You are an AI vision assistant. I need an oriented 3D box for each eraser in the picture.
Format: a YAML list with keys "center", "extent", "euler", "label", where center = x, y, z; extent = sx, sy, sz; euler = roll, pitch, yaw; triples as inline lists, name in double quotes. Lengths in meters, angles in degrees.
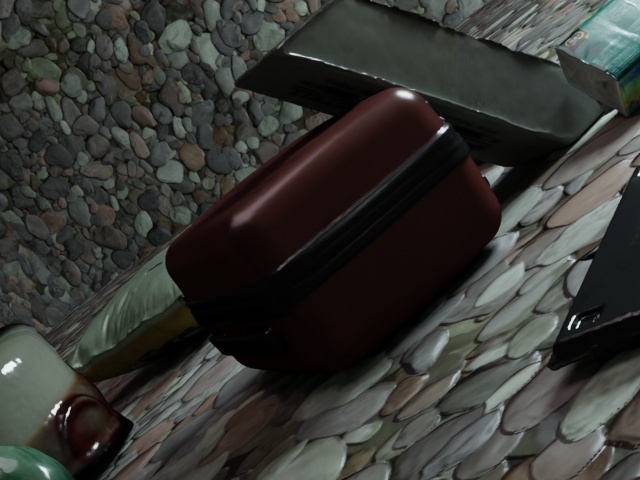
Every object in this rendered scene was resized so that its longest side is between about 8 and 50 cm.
- center: [0.102, -0.140, 1.092]
  extent: [0.111, 0.352, 0.077]
  euler: [-24, 56, 61]
  label: "eraser"

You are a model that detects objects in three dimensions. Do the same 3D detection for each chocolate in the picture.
- center: [-0.366, 0.207, 1.311]
  extent: [0.283, 0.186, 0.283]
  euler: [-32, 2, 1]
  label: "chocolate"

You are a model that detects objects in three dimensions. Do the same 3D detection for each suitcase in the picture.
- center: [0.000, 0.000, 1.045]
  extent: [0.236, 0.161, 0.297]
  euler: [-40, 9, -18]
  label: "suitcase"

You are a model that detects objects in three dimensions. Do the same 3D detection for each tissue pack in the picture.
- center: [0.284, -0.168, 1.061]
  extent: [0.111, 0.079, 0.085]
  euler: [-41, 44, -8]
  label: "tissue pack"

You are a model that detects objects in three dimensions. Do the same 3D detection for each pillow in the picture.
- center: [-0.194, 0.070, 1.654]
  extent: [0.310, 0.119, 0.312]
  euler: [-37, 8, 36]
  label: "pillow"

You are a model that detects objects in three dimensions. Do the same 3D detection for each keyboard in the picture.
- center: [0.194, -0.001, 0.690]
  extent: [0.093, 0.025, 0.230]
  euler: [-30, 12, 38]
  label: "keyboard"

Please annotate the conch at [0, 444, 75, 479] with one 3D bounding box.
- center: [-0.256, 0.249, 0.950]
  extent: [0.175, 0.122, 0.188]
  euler: [-5, 30, 36]
  label: "conch"

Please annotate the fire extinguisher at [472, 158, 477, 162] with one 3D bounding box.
- center: [0.184, -0.111, 1.299]
  extent: [0.056, 0.039, 0.132]
  euler: [-53, 14, -27]
  label: "fire extinguisher"
